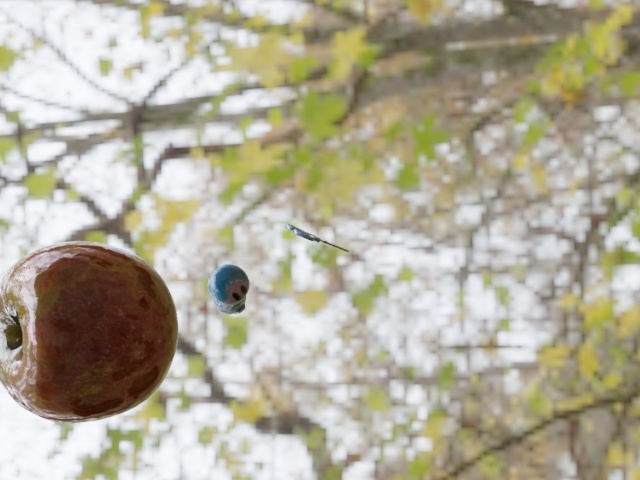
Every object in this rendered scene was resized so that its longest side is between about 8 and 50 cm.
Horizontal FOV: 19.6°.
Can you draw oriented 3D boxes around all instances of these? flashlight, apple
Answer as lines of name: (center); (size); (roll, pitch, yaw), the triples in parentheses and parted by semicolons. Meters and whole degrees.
flashlight: (-0.111, 0.062, 2.246); (0.129, 0.051, 0.051); (101, 174, -77)
apple: (-0.243, 0.094, 1.909); (0.173, 0.188, 0.188); (-1, -91, -35)

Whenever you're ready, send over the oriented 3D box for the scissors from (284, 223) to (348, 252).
scissors: (0.000, 0.000, 1.801); (0.083, 0.036, 0.006); (21, -84, -42)
